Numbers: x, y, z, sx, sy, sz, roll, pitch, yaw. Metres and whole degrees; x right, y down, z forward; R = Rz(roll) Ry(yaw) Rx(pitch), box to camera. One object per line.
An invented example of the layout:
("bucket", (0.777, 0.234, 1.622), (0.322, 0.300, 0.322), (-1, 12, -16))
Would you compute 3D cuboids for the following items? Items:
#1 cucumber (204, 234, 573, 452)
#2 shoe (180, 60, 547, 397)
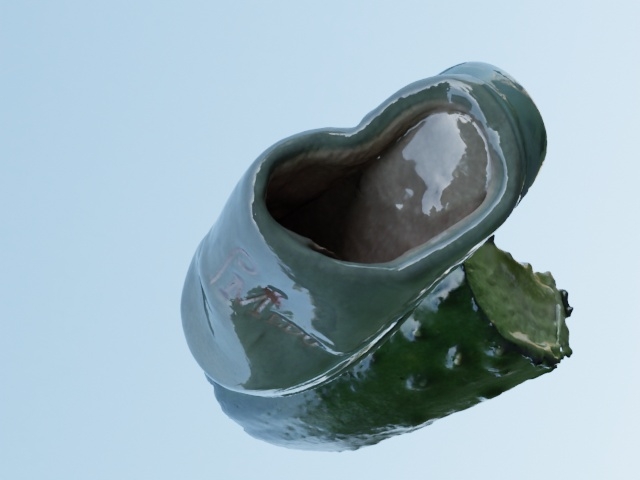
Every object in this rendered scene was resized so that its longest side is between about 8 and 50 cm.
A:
("cucumber", (0.026, 0.095, 1.219), (0.145, 0.325, 0.105), (33, -132, -38))
("shoe", (0.000, 0.000, 0.781), (0.251, 0.103, 0.100), (-39, -22, 32))
